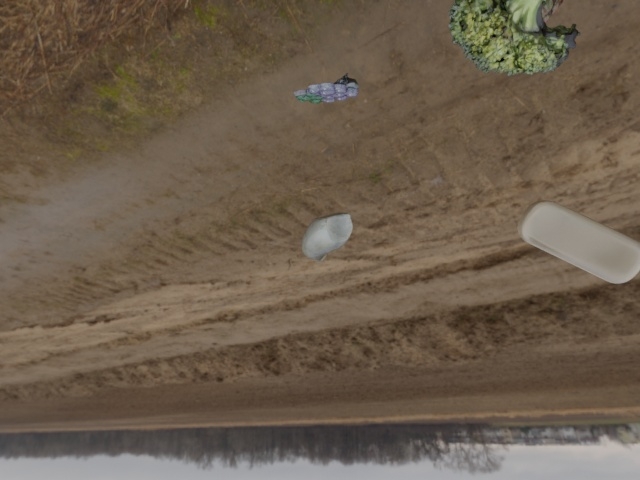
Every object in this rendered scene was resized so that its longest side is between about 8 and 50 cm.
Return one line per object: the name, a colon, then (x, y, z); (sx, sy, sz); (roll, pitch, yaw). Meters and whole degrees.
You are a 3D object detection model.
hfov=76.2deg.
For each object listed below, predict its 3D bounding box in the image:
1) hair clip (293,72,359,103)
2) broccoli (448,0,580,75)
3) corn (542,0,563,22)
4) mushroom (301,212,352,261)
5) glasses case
hair clip: (0.012, -0.421, 1.139); (0.195, 0.052, 0.124); (-3, 174, 33)
broccoli: (0.175, -0.195, 0.367); (0.095, 0.097, 0.092); (-20, 153, -30)
corn: (0.314, -0.369, 0.607); (0.092, 0.280, 0.092); (41, 169, 9)
mushroom: (0.000, 0.000, 1.222); (0.118, 0.103, 0.270); (-4, 162, -22)
glasses case: (0.440, 0.000, 0.695); (0.196, 0.083, 0.050); (29, -168, 9)
